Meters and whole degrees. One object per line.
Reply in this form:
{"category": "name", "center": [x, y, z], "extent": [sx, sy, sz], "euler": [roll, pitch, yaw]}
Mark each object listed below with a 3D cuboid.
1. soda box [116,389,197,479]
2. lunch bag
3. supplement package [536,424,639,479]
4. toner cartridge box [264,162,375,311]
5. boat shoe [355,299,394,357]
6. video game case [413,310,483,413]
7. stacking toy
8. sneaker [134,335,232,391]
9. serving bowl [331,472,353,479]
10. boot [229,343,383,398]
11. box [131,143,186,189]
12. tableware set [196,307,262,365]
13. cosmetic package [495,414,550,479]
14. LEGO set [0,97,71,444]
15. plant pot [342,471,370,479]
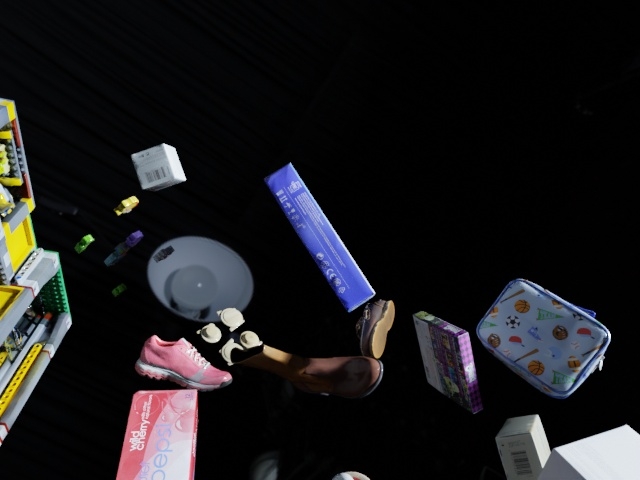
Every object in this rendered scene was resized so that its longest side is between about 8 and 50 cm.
{"category": "soda box", "center": [-0.208, 0.323, 0.608], "extent": [0.263, 0.092, 0.084], "euler": [-100, -164, -48]}
{"category": "lunch bag", "center": [0.599, 0.257, 1.303], "extent": [0.243, 0.303, 0.115], "euler": [-50, 147, -5]}
{"category": "supplement package", "center": [0.697, 0.600, 1.174], "extent": [0.177, 0.292, 0.176], "euler": [47, -48, 53]}
{"category": "toner cartridge box", "center": [0.000, 0.000, 1.125], "extent": [0.075, 0.348, 0.165], "euler": [-33, 171, 0]}
{"category": "boat shoe", "center": [0.118, 0.204, 1.120], "extent": [0.207, 0.073, 0.073], "euler": [-45, 128, -64]}
{"category": "video game case", "center": [0.350, 0.331, 1.349], "extent": [0.041, 0.232, 0.210], "euler": [-20, -166, -18]}
{"category": "stacking toy", "center": [-0.492, 0.020, 1.214], "extent": [0.221, 0.167, 0.052], "euler": [-37, -178, 18]}
{"category": "sneaker", "center": [-0.430, 0.388, 1.549], "extent": [0.116, 0.313, 0.136], "euler": [114, -11, -88]}
{"category": "serving bowl", "center": [0.060, 0.718, 1.402], "extent": [0.083, 0.027, 0.084], "euler": [-16, -121, 29]}
{"category": "boot", "center": [-0.030, 0.282, 1.127], "extent": [0.264, 0.280, 0.096], "euler": [-14, -127, 45]}
{"category": "box", "center": [-0.444, -0.199, 1.335], "extent": [0.101, 0.102, 0.087], "euler": [-18, 180, 5]}
{"category": "tableware set", "center": [-0.247, 0.264, 1.344], "extent": [0.141, 0.168, 0.020], "euler": [-28, 155, -48]}
{"category": "cosmetic package", "center": [0.653, 0.667, 1.544], "extent": [0.113, 0.160, 0.309], "euler": [-20, 164, 24]}
{"category": "LEGO set", "center": [-0.327, 0.035, 0.333], "extent": [0.192, 0.254, 0.331], "euler": [-87, -164, -52]}
{"category": "plant pot", "center": [0.110, 1.011, 1.827], "extent": [0.243, 0.274, 0.275], "euler": [93, 15, -47]}
